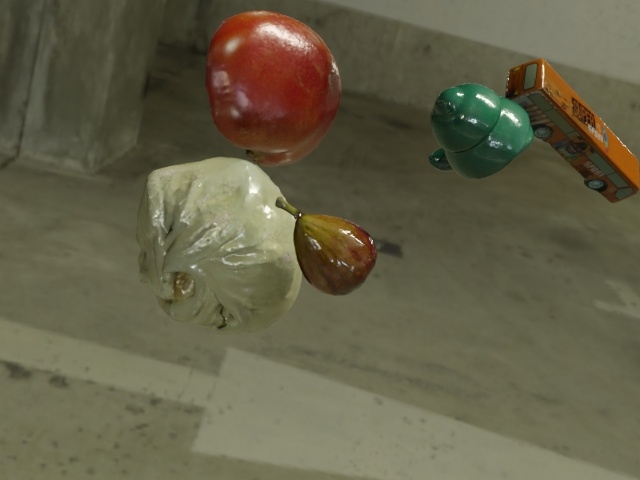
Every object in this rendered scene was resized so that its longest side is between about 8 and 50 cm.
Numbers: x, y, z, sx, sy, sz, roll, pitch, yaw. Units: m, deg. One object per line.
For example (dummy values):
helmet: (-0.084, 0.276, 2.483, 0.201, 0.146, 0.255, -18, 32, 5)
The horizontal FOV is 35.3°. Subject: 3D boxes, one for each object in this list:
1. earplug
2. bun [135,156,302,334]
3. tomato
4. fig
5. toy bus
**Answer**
earplug: (0.280, -0.201, 1.850, 0.280, 0.164, 0.257, 39, 1, -43)
bun: (-0.132, 0.017, 1.172, 0.231, 0.231, 0.133, 19, 33, 17)
tomato: (-0.048, -0.211, 1.381, 0.140, 0.200, 0.233, -1, -9, 22)
fig: (0.000, 0.000, 1.089, 0.125, 0.089, 0.089, 44, 6, -19)
toy bus: (0.502, -0.206, 1.979, 0.092, 0.093, 0.409, -18, -39, 39)
